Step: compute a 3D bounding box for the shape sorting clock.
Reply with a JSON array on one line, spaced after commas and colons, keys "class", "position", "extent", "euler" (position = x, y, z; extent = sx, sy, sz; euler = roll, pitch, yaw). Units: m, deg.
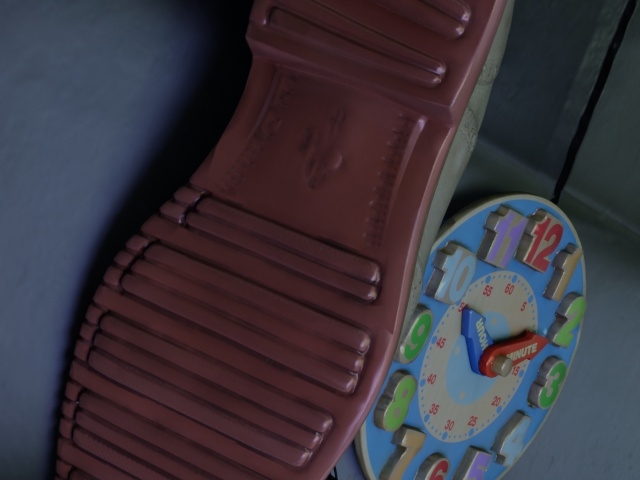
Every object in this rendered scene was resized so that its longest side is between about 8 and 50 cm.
[{"class": "shape sorting clock", "position": [0.095, 0.070, 1.093], "extent": [0.206, 0.040, 0.206], "euler": [-22, 121, -43]}]

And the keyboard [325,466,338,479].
[{"class": "keyboard", "position": [-0.017, 0.160, 0.987], "extent": [0.192, 0.038, 0.100], "euler": [74, 39, -61]}]

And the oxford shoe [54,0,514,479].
[{"class": "oxford shoe", "position": [0.000, 0.000, 0.882], "extent": [0.397, 0.140, 0.146], "euler": [-63, 167, 8]}]
